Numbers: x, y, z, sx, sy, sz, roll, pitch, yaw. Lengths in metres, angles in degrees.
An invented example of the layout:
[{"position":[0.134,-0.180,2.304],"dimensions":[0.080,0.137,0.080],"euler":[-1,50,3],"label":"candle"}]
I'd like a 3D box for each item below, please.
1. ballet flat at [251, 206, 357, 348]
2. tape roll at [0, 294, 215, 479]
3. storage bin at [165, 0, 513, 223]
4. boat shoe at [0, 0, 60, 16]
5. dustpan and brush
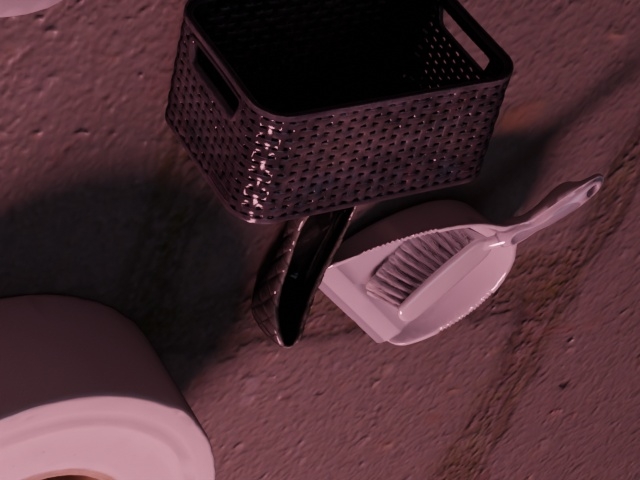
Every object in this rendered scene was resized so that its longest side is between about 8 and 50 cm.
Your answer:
[{"position":[0.000,0.000,1.257],"dimensions":[0.057,0.049,0.173],"euler":[-5,134,-36],"label":"ballet flat"},{"position":[-0.218,0.172,1.233],"dimensions":[0.286,0.100,0.286],"euler":[-22,142,-18],"label":"tape roll"},{"position":[0.010,-0.090,1.106],"dimensions":[0.180,0.122,0.084],"euler":[-13,138,-28],"label":"storage bin"},{"position":[-0.221,-0.177,0.861],"dimensions":[0.268,0.096,0.088],"euler":[10,129,-34],"label":"boat shoe"},{"position":[0.111,0.004,1.340],"dimensions":[0.211,0.060,0.147],"euler":[-39,143,5],"label":"dustpan and brush"}]
